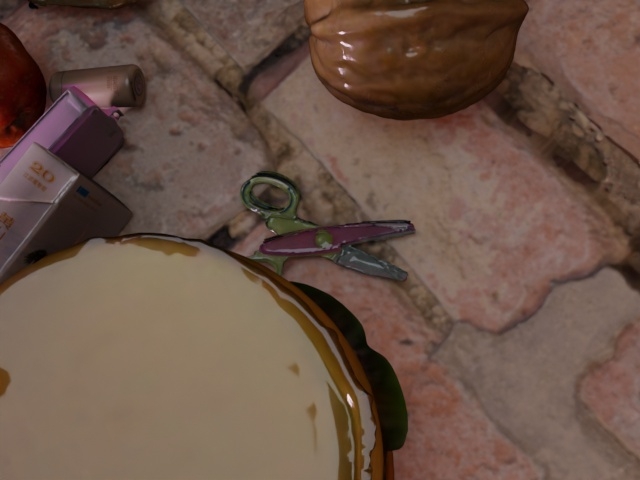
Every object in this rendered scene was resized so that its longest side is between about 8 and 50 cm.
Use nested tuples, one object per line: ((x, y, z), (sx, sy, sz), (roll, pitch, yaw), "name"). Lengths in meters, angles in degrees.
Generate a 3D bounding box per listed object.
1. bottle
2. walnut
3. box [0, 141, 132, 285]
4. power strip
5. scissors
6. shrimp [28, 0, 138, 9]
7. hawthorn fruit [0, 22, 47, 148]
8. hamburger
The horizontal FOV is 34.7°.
((-0.238, -0.163, 1.092), (0.096, 0.045, 0.045), (-2, 76, 11), "bottle")
((0.090, -0.212, 0.973), (0.213, 0.213, 0.213), (-2, 76, 10), "walnut")
((-0.297, 0.030, 1.000), (0.067, 0.149, 0.233), (36, 85, 14), "box")
((-0.308, -0.039, 1.040), (0.037, 0.109, 0.279), (42, 87, 14), "power strip")
((0.000, 0.000, 1.021), (0.187, 0.020, 0.133), (7, 73, 13), "scissors")
((-0.258, -0.290, 1.134), (0.190, 0.042, 0.101), (-5, 55, 10), "shrimp")
((-0.351, -0.162, 1.069), (0.138, 0.133, 0.133), (37, 85, 7), "hawthorn fruit")
((-0.136, 0.195, 0.862), (0.395, 0.277, 0.396), (-2, 76, 7), "hamburger")
